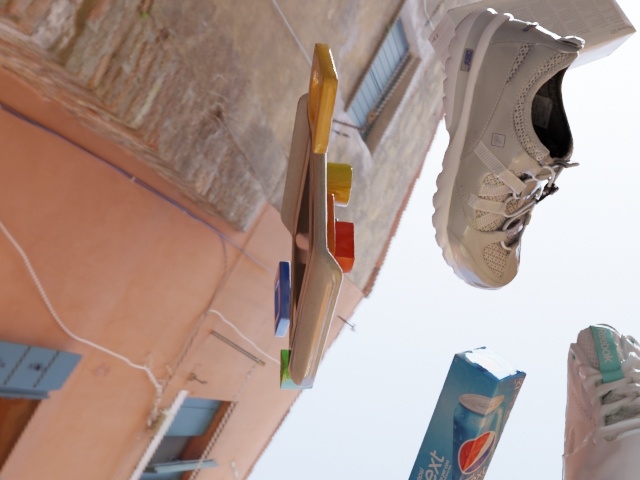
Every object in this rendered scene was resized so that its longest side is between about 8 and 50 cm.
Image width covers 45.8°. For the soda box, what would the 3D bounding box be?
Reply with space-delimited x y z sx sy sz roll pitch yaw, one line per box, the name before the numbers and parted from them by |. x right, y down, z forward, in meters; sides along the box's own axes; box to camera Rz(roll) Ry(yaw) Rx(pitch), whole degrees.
soda box | 0.184 0.244 0.966 0.071 0.067 0.210 33 -63 40

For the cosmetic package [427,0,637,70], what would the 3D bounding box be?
cosmetic package | 0.250 -0.240 0.888 0.239 0.060 0.099 -22 -104 -25

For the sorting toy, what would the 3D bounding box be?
sorting toy | 0.000 0.000 0.653 0.047 0.347 0.196 2 -129 -9

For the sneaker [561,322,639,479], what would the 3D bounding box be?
sneaker | 0.165 0.095 0.422 0.080 0.212 0.094 -10 -89 14

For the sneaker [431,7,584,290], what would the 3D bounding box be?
sneaker | 0.174 -0.062 0.690 0.115 0.281 0.105 20 -136 34
